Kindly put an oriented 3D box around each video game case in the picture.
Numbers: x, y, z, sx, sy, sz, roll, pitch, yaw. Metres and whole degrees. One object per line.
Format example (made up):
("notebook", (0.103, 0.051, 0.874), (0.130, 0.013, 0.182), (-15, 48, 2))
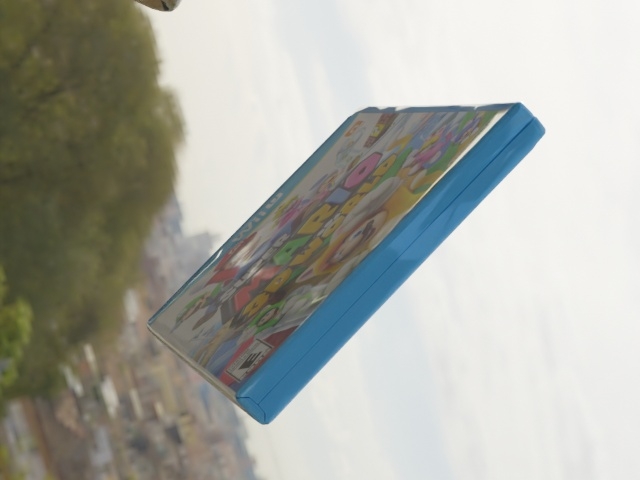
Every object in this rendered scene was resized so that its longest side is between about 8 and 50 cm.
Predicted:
("video game case", (0.000, 0.000, 0.540), (0.015, 0.119, 0.166), (46, -8, -13))

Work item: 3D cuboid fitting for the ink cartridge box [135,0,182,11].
("ink cartridge box", (-0.031, -0.217, 0.509), (0.235, 0.088, 0.193), (117, -3, -62))
